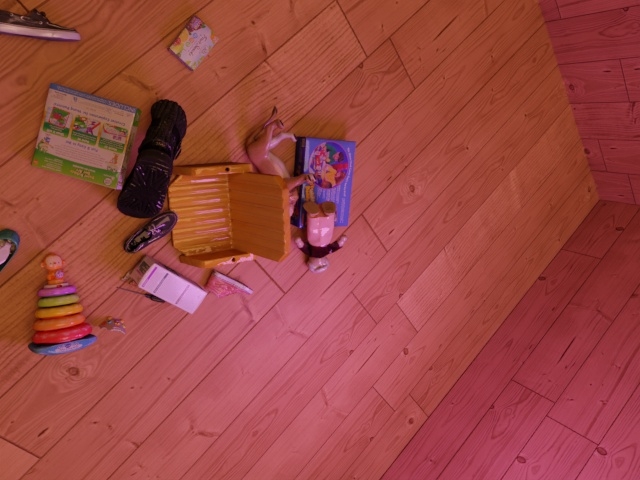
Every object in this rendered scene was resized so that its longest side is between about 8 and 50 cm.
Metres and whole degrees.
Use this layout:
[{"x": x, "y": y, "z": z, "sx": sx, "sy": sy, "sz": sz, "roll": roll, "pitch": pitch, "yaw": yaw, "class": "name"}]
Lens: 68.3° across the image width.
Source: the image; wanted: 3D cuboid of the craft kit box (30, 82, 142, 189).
[{"x": -0.678, "y": -0.299, "z": 1.373, "sx": 0.250, "sy": 0.061, "sz": 0.246, "roll": 16, "pitch": 91, "yaw": -5, "class": "craft kit box"}]

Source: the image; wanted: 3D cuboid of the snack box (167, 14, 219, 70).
[{"x": -0.411, "y": -0.637, "z": 1.527, "sx": 0.100, "sy": 0.037, "sz": 0.141, "roll": 39, "pitch": 81, "yaw": -35, "class": "snack box"}]

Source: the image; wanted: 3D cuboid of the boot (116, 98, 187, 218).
[{"x": -0.525, "y": -0.248, "z": 1.491, "sx": 0.131, "sy": 0.348, "sz": 0.260, "roll": 20, "pitch": 49, "yaw": -28, "class": "boot"}]

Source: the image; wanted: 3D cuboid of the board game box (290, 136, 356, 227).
[{"x": 0.011, "y": -0.228, "z": 1.875, "sx": 0.234, "sy": 0.078, "sz": 0.346, "roll": -2, "pitch": 104, "yaw": -32, "class": "board game box"}]

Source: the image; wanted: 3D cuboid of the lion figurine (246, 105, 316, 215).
[{"x": -0.174, "y": -0.261, "z": 1.719, "sx": 0.241, "sy": 0.142, "sz": 0.391, "roll": -20, "pitch": 101, "yaw": 17, "class": "lion figurine"}]

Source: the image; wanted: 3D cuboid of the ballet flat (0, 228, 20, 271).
[{"x": -0.952, "y": 0.078, "z": 1.344, "sx": 0.083, "sy": 0.087, "sz": 0.247, "roll": 37, "pitch": 82, "yaw": -34, "class": "ballet flat"}]

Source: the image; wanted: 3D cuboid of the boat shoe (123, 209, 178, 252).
[{"x": -0.558, "y": -0.024, "z": 1.557, "sx": 0.206, "sy": 0.065, "sz": 0.075, "roll": -36, "pitch": 111, "yaw": -6, "class": "boat shoe"}]

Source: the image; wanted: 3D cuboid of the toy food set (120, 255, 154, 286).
[{"x": -0.608, "y": 0.114, "z": 1.611, "sx": 0.122, "sy": 0.019, "sz": 0.078, "roll": -45, "pitch": 122, "yaw": -15, "class": "toy food set"}]

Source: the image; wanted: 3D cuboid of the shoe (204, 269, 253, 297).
[{"x": -0.345, "y": 0.182, "z": 1.773, "sx": 0.178, "sy": 0.063, "sz": 0.081, "roll": 31, "pitch": 87, "yaw": -29, "class": "shoe"}]

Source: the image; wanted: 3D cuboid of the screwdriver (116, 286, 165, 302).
[{"x": -0.618, "y": 0.185, "z": 1.629, "sx": 0.170, "sy": 0.025, "sz": 0.024, "roll": 22, "pitch": 91, "yaw": -26, "class": "screwdriver"}]

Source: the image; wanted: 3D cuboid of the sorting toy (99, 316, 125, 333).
[{"x": -0.684, "y": 0.292, "z": 1.576, "sx": 0.083, "sy": 0.075, "sz": 0.044, "roll": 24, "pitch": 89, "yaw": -35, "class": "sorting toy"}]

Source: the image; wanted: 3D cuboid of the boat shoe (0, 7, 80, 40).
[{"x": -0.783, "y": -0.594, "z": 1.286, "sx": 0.229, "sy": 0.080, "sz": 0.075, "roll": -2, "pitch": 105, "yaw": -24, "class": "boat shoe"}]

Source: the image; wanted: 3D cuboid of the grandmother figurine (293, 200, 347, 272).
[{"x": 0.000, "y": 0.000, "z": 1.852, "sx": 0.208, "sy": 0.104, "sz": 0.342, "roll": 5, "pitch": 133, "yaw": -2, "class": "grandmother figurine"}]

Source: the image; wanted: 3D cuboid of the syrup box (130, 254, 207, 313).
[{"x": -0.518, "y": 0.152, "z": 1.616, "sx": 0.237, "sy": 0.093, "sz": 0.096, "roll": 42, "pitch": 80, "yaw": -41, "class": "syrup box"}]

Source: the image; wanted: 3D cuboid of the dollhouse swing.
[{"x": -0.309, "y": -0.072, "z": 1.581, "sx": 0.316, "sy": 0.305, "sz": 0.346, "roll": -10, "pitch": 109, "yaw": -30, "class": "dollhouse swing"}]

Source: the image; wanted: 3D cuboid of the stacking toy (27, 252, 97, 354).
[{"x": -0.804, "y": 0.188, "z": 1.449, "sx": 0.175, "sy": 0.166, "sz": 0.301, "roll": -6, "pitch": 91, "yaw": -40, "class": "stacking toy"}]
